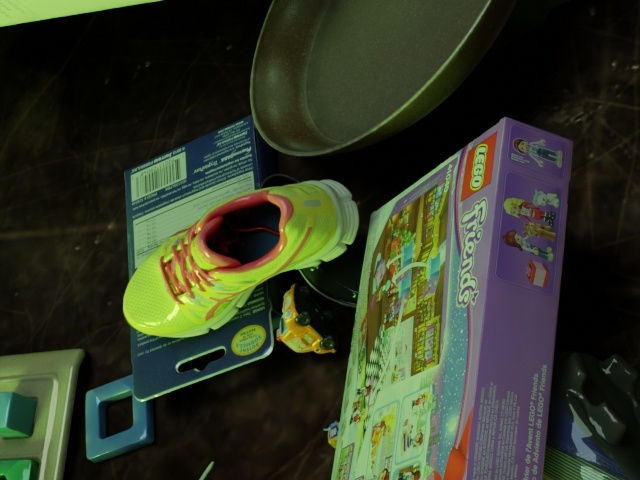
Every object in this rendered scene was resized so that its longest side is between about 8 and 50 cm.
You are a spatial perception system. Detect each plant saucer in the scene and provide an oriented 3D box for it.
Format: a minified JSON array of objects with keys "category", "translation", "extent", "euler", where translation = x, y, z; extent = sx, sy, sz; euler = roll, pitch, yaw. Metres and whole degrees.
[{"category":"plant saucer","translation":[0.062,-0.194,1.226],"extent":[0.311,0.050,0.310],"euler":[-36,38,35]}]

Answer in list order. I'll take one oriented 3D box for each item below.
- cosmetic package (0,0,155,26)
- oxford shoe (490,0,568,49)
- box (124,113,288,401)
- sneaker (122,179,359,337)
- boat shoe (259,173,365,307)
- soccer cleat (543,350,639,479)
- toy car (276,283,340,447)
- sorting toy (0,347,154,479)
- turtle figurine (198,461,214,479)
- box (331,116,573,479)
[{"category":"cosmetic package","translation":[-0.240,-0.327,1.348],"extent":[0.453,0.161,0.230],"euler":[-5,71,21]},{"category":"oxford shoe","translation":[0.190,-0.226,1.191],"extent":[0.212,0.076,0.076],"euler":[-23,49,24]},{"category":"box","translation":[-0.094,0.018,1.272],"extent":[0.136,0.036,0.225],"euler":[-21,55,24]},{"category":"sneaker","translation":[-0.078,0.009,1.164],"extent":[0.208,0.094,0.081],"euler":[-31,74,25]},{"category":"boat shoe","translation":[-0.001,0.001,1.199],"extent":[0.049,0.042,0.133],"euler":[-38,64,-15]},{"category":"soccer cleat","translation":[0.192,0.202,0.961],"extent":[0.121,0.093,0.289],"euler":[-52,47,35]},{"category":"toy car","translation":[-0.008,0.095,1.158],"extent":[0.041,0.060,0.122],"euler":[-29,53,22]},{"category":"sorting toy","translation":[-0.293,0.182,1.312],"extent":[0.348,0.047,0.196],"euler":[-8,62,31]},{"category":"turtle figurine","translation":[-0.061,0.280,1.053],"extent":[0.175,0.118,0.234],"euler":[18,92,65]},{"category":"box","translation":[0.081,0.088,1.039],"extent":[0.201,0.057,0.293],"euler":[144,140,-60]}]
